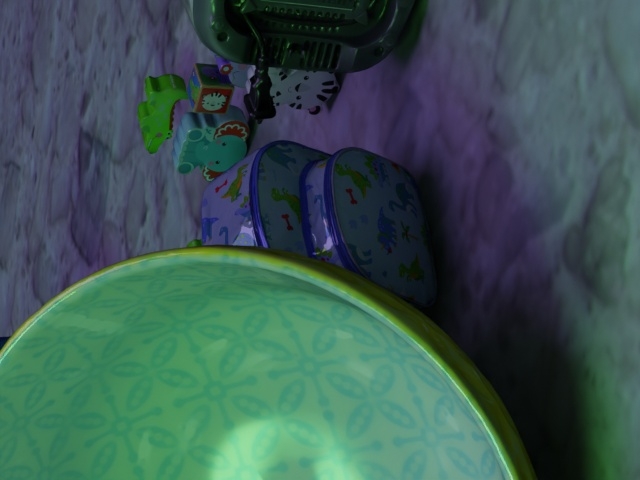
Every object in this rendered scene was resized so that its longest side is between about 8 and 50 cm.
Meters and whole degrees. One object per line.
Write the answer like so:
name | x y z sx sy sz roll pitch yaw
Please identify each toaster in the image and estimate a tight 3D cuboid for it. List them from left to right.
toaster | -0.015 -0.192 1.034 0.146 0.129 0.227 -119 37 -55

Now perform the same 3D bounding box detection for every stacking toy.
stacking toy | -0.057 -0.089 1.211 0.167 0.052 0.221 -109 30 -41

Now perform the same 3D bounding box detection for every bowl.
bowl | -0.016 0.134 0.930 0.156 0.289 0.290 -26 -53 -68

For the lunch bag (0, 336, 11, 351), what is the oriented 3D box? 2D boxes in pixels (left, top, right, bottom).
lunch bag | -0.196 0.213 1.407 0.293 0.138 0.221 126 137 -65

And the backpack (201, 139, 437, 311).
backpack | 0.000 0.000 0.994 0.084 0.114 0.105 -29 58 39
